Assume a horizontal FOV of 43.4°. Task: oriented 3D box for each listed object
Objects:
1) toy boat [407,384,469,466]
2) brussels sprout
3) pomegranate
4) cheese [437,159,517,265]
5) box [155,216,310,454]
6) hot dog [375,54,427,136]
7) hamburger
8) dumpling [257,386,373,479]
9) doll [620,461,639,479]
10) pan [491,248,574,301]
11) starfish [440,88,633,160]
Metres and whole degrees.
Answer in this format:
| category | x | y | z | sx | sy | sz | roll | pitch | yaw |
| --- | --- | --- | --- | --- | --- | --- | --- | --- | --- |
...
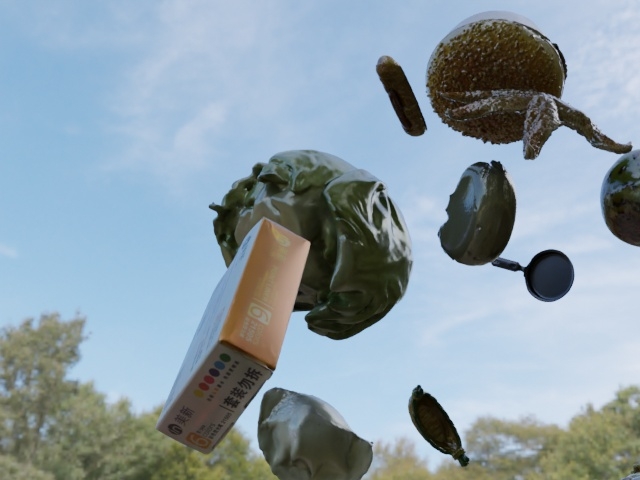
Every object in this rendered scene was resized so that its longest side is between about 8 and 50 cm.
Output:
| category | x | y | z | sx | sy | sz | roll | pitch | yaw |
| --- | --- | --- | --- | --- | --- | --- | --- | --- | --- |
| toy boat | 0.283 | 0.450 | 1.959 | 0.089 | 0.229 | 0.088 | -35 | 4 | -22 |
| brussels sprout | 0.015 | -0.010 | 1.669 | 0.361 | 0.425 | 0.342 | -14 | -52 | -43 |
| pomegranate | 0.662 | -0.070 | 1.541 | 0.246 | 0.198 | 0.198 | 25 | -18 | 24 |
| cheese | 0.308 | -0.054 | 1.546 | 0.091 | 0.175 | 0.202 | 9 | -68 | -20 |
| box | -0.117 | 0.127 | 1.126 | 0.091 | 0.274 | 0.221 | 28 | -52 | -11 |
| hot dog | 0.166 | -0.285 | 1.637 | 0.066 | 0.047 | 0.216 | 23 | -22 | 38 |
| hamburger | 0.372 | -0.346 | 1.718 | 0.302 | 0.170 | 0.302 | 6 | -50 | 7 |
| dumpling | -0.027 | 0.375 | 1.495 | 0.216 | 0.166 | 0.126 | 38 | -15 | -16 |
| doll | 0.376 | 0.324 | 0.939 | 0.096 | 0.145 | 0.188 | 43 | -11 | 2 |
| pan | 0.547 | 0.078 | 2.070 | 0.235 | 0.136 | 0.028 | 18 | 1 | 40 |
| starfish | 0.415 | -0.237 | 1.541 | 0.375 | 0.094 | 0.327 | 29 | 29 | 35 |
